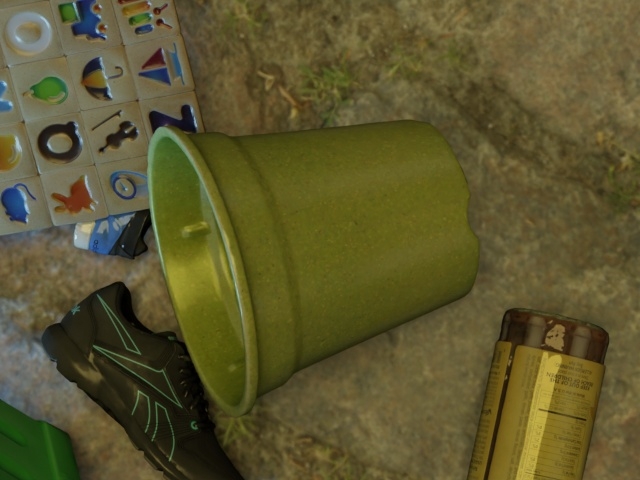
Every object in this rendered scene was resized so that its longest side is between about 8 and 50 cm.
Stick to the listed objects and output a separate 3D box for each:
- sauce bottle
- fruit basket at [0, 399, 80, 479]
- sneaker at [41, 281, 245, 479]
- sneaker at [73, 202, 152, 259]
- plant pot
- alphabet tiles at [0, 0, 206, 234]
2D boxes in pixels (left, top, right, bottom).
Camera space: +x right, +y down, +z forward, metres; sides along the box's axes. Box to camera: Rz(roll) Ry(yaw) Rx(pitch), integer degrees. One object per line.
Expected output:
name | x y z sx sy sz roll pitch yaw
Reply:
sauce bottle | 0.191 0.241 1.573 0.111 0.111 0.344 13 86 6
fruit basket | -0.310 0.349 1.518 0.283 0.392 0.392 -38 82 1
sneaker | -0.156 0.155 1.618 0.106 0.101 0.267 -45 82 -3
sneaker | -0.189 -0.055 1.667 0.085 0.058 0.152 16 79 1
plant pot | 0.000 0.000 1.545 0.254 0.276 0.276 -14 82 -18
alphabet tiles | -0.293 -0.141 1.580 0.343 0.011 0.285 -10 115 6
